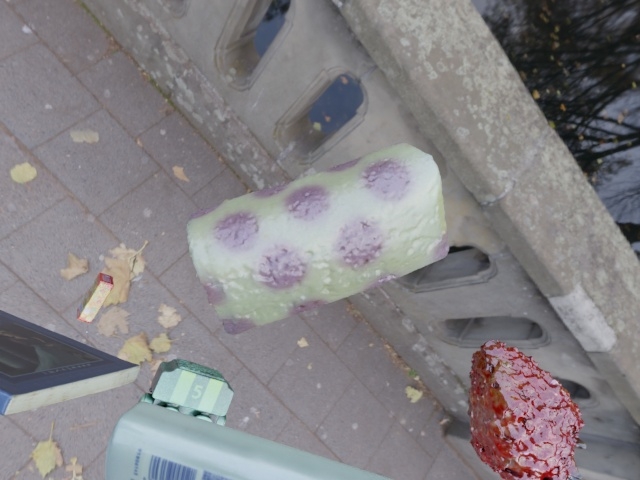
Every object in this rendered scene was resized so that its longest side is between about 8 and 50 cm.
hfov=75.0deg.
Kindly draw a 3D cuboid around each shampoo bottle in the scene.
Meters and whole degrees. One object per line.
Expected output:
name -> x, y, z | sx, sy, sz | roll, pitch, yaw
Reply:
shampoo bottle -> -0.062, 0.291, 0.463 | 0.360, 0.078, 0.134 | 11, 101, 12

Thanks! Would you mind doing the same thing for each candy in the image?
candy -> -0.597, 0.151, 1.107 | 0.038, 0.062, 0.122 | 31, 91, -35

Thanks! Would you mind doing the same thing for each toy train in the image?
toy train -> -0.446, 0.542, 1.413 | 0.299, 0.167, 0.238 | 25, 80, -23

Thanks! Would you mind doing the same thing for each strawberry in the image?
strawberry -> 0.253, 0.228, 0.513 | 0.141, 0.085, 0.192 | 7, 100, 8

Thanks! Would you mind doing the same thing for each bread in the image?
bread -> 0.000, 0.000, 0.592 | 0.339, 0.155, 0.187 | -20, 122, -3

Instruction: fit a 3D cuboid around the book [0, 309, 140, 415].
book -> -0.376, 0.121, 0.477 | 0.270, 0.191, 0.025 | 17, 84, 13
